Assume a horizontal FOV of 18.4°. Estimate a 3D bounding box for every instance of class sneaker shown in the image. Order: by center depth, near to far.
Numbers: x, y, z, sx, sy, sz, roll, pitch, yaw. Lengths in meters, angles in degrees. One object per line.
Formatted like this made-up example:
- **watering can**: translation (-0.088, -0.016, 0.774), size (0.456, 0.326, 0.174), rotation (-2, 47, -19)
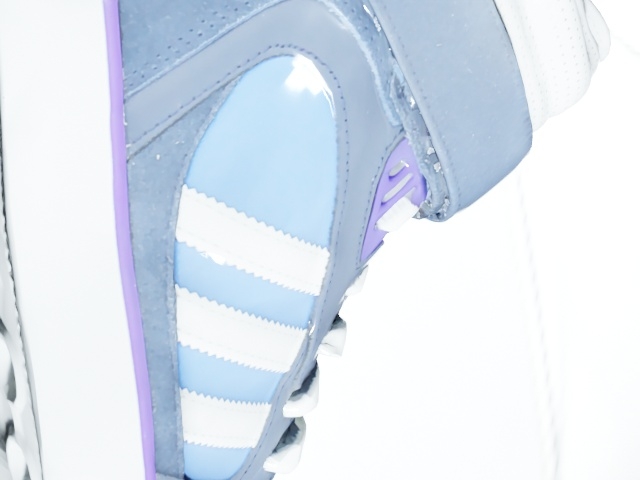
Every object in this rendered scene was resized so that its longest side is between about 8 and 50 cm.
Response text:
- **sneaker**: translation (0.000, -0.001, 0.642), size (0.236, 0.323, 0.130), rotation (-13, -152, -25)
